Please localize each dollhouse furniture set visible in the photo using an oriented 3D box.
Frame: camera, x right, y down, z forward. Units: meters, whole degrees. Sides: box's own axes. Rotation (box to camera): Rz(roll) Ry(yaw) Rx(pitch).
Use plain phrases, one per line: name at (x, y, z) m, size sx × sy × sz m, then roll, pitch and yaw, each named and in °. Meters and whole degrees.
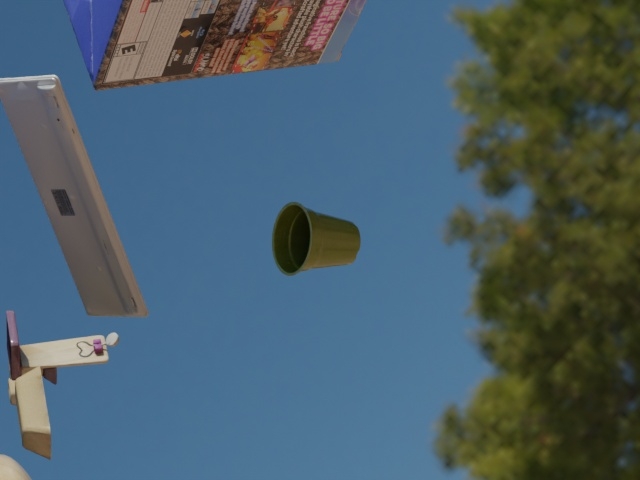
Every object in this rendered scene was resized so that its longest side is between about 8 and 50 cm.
dollhouse furniture set at (-0.182, 0.118, 1.431) m, size 0.081 × 0.114 × 0.091 m, roll -5°, pitch -44°, yaw -13°

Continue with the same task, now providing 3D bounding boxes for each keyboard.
keyboard at (-0.227, -0.036, 1.796) m, size 0.014 × 0.072 × 0.256 m, roll -46°, pitch -52°, yaw -42°

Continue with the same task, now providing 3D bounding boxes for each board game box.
board game box at (-0.098, -0.292, 2.044) m, size 0.291 × 0.141 × 0.232 m, roll -9°, pitch -27°, yaw -25°

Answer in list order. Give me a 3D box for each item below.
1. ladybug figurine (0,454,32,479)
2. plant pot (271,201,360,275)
ladybug figurine at (-0.288, 0.395, 1.678) m, size 0.162 × 0.449 × 0.305 m, roll -7°, pitch -27°, yaw -15°
plant pot at (0.000, 0.000, 2.211) m, size 0.079 × 0.083 × 0.083 m, roll 3°, pitch -50°, yaw -33°
